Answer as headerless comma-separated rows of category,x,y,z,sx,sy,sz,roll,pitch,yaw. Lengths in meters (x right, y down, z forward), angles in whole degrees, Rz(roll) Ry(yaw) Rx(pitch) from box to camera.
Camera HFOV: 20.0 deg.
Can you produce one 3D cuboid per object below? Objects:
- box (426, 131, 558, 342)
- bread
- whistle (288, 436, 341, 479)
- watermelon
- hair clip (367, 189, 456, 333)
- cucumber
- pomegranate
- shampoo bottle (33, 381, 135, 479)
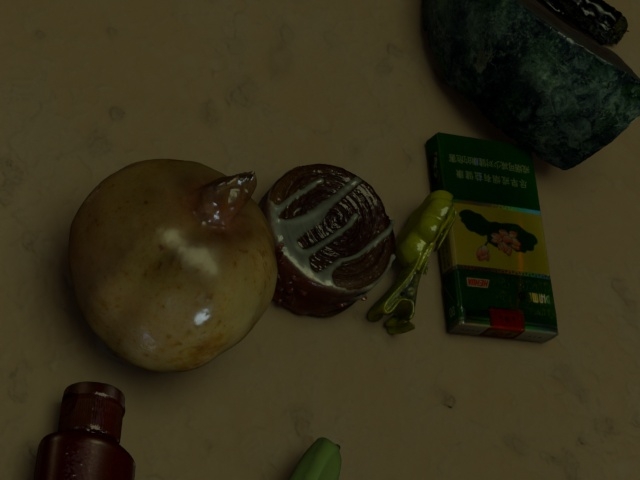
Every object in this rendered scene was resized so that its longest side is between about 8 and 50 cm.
box,0.192,-0.004,2.043,0.132,0.034,0.235,7,64,-28
bread,0.000,0.000,1.911,0.160,0.073,0.160,12,63,-25
whistle,-0.057,0.311,1.725,0.141,0.141,0.294,29,38,-15
watermelon,0.238,-0.212,2.120,0.318,0.148,0.226,43,23,21
hair clip,0.101,0.018,1.967,0.046,0.072,0.173,32,66,-17
cucumber,0.303,-0.301,2.236,0.181,0.053,0.053,37,55,-7
pomegranate,-0.143,0.024,1.749,0.207,0.207,0.207,12,63,-24
shampoo bottle,-0.221,0.257,1.664,0.102,0.064,0.260,25,52,-31
